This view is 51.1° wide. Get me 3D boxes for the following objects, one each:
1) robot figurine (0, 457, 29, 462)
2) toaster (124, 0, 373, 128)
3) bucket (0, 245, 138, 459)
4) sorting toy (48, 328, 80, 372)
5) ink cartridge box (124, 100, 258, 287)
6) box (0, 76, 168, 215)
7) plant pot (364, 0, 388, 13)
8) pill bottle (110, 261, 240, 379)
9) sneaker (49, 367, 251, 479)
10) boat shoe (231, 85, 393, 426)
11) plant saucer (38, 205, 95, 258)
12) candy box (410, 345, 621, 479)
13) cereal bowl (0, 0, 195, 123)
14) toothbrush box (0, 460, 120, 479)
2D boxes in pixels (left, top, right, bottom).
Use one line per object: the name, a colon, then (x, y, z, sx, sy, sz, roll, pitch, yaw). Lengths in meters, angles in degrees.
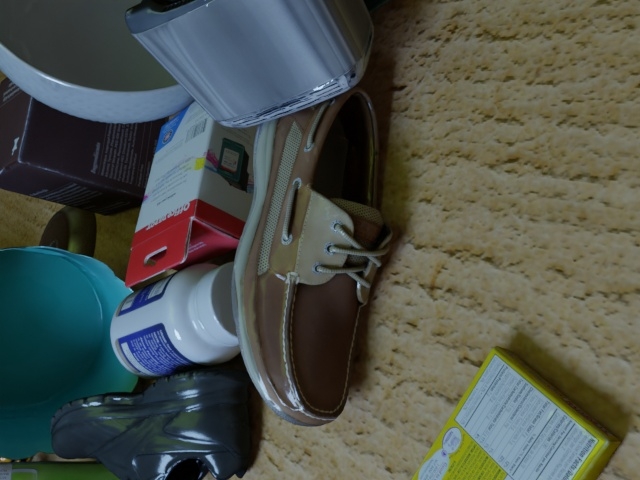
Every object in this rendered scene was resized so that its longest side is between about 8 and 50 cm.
robot figurine: (-0.514, 0.340, 1.045, 0.085, 0.211, 0.291, 35, 104, 8)
toaster: (-0.049, -0.201, 0.607, 0.226, 0.146, 0.129, -14, 43, 28)
bucket: (-0.388, 0.133, 0.885, 0.183, 0.281, 0.281, 5, 81, 61)
sorting toy: (-0.381, 0.162, 1.037, 0.075, 0.044, 0.083, -67, 12, -11)
ink cartridge box: (-0.145, -0.052, 0.789, 0.134, 0.078, 0.231, -22, 52, 43)
box: (-0.362, -0.148, 0.997, 0.168, 0.203, 0.167, -8, 71, 46)
plant pot: (-0.024, -0.356, 0.724, 0.165, 0.165, 0.235, -21, 51, 43)
pill bottle: (-0.141, 0.087, 0.741, 0.186, 0.112, 0.112, -22, 62, 43)
sneaker: (-0.196, 0.225, 0.739, 0.286, 0.109, 0.130, -20, 71, 31)
boat shoe: (0.000, 0.000, 0.608, 0.116, 0.123, 0.325, -17, 67, 42)
plant saucer: (-0.456, 0.021, 1.176, 0.198, 0.036, 0.199, -20, 63, 44)
candy box: (0.115, 0.191, 0.484, 0.105, 0.027, 0.206, 42, 109, 44)
cereal bowl: (-0.271, -0.289, 0.870, 0.141, 0.338, 0.339, 130, 139, -58)
toothbrush box: (-0.341, 0.409, 0.789, 0.122, 0.206, 0.284, -16, 65, 44)
